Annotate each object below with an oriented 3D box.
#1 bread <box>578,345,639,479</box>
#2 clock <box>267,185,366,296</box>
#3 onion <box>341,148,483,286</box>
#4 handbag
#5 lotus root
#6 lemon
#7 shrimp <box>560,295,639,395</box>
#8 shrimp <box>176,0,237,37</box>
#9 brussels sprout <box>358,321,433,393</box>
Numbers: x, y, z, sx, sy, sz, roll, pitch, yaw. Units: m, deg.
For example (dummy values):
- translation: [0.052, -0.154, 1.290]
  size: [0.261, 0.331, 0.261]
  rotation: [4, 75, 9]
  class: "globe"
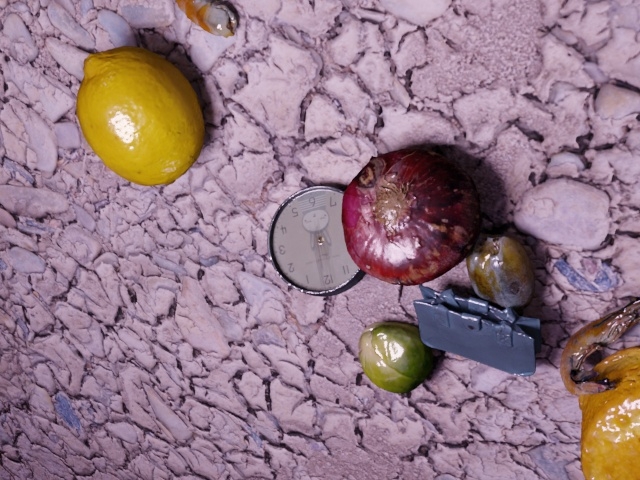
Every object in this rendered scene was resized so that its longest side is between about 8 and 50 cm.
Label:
- translation: [0.616, 0.344, 1.270]
  size: [0.358, 0.204, 0.336]
  rotation: [-12, 110, 32]
  class: "bread"
- translation: [0.000, 0.000, 1.454]
  size: [0.215, 0.042, 0.214]
  rotation: [-2, 83, 19]
  class: "clock"
- translation: [0.158, -0.041, 1.317]
  size: [0.246, 0.190, 0.246]
  rotation: [-2, 86, 27]
  class: "onion"
- translation: [0.287, 0.163, 1.395]
  size: [0.229, 0.062, 0.179]
  rotation: [16, 153, 25]
  class: "handbag"
- translation: [0.324, 0.070, 1.352]
  size: [0.113, 0.088, 0.192]
  rotation: [2, 133, 37]
  class: "lotus root"
- translation: [-0.342, -0.236, 1.462]
  size: [0.236, 0.236, 0.263]
  rotation: [18, 141, 20]
  class: "lemon"
- translation: [0.486, 0.180, 1.292]
  size: [0.046, 0.152, 0.219]
  rotation: [35, 125, -12]
  class: "shrimp"
- translation: [-0.191, -0.460, 1.364]
  size: [0.161, 0.049, 0.166]
  rotation: [39, 122, 6]
  class: "shrimp"
- translation: [0.151, 0.233, 1.537]
  size: [0.155, 0.117, 0.155]
  rotation: [5, 99, 33]
  class: "brussels sprout"
